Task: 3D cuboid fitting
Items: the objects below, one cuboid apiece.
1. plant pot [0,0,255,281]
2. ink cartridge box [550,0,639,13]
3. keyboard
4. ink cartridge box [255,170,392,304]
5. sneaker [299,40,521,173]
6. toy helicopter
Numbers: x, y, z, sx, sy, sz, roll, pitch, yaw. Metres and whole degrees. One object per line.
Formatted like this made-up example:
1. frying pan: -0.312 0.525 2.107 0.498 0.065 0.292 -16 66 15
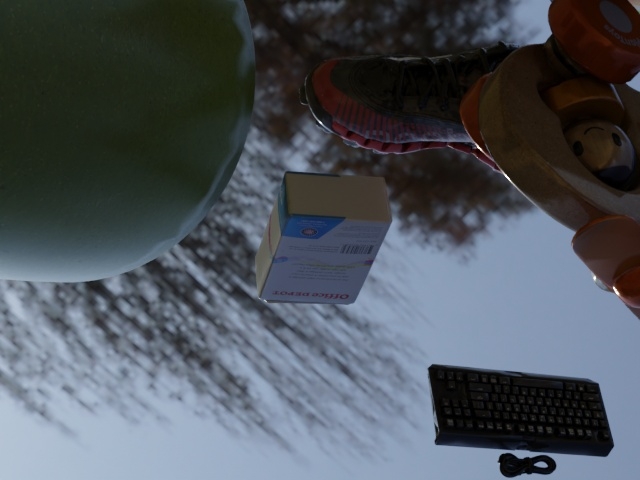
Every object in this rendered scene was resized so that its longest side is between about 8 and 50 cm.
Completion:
1. plant pot: -0.211 -0.096 0.780 0.275 0.274 0.293 -39 174 15
2. ink cartridge box: 0.242 -0.213 1.050 0.186 0.311 0.065 18 -98 33
3. keyboard: 0.186 0.167 1.284 0.023 0.180 0.108 126 -35 -54
4. ink cartridge box: 0.000 0.000 1.186 0.122 0.089 0.052 112 -24 -49
5. sneaker: 0.124 -0.133 1.287 0.135 0.276 0.097 127 -31 -60
6. toy helicopter: 0.266 -0.017 1.045 0.140 0.355 0.235 -46 -158 37
